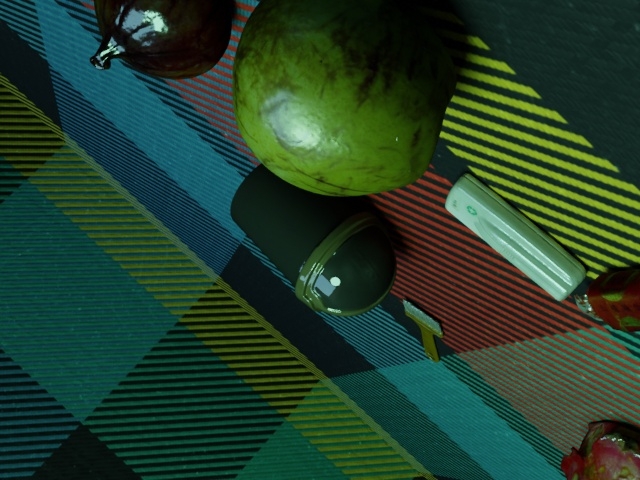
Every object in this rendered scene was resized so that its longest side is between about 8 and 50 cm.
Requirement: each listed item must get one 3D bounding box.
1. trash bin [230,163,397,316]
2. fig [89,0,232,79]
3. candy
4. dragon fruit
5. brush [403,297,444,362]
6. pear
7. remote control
[{"bbox_3d":[0.000,0.000,1.714,0.334,0.214,0.214,45,166,23],"label":"trash bin"},{"bbox_3d":[-0.253,-0.358,1.422,0.235,0.214,0.235,20,135,21],"label":"fig"},{"bbox_3d":[0.421,0.078,1.182,0.086,0.059,0.292,48,163,-8],"label":"candy"},{"bbox_3d":[0.582,0.528,1.656,0.371,0.249,0.386,45,162,10],"label":"dragon fruit"},{"bbox_3d":[0.241,0.216,2.037,0.103,0.013,0.272,34,162,28],"label":"brush"},{"bbox_3d":[0.029,-0.186,1.093,0.283,0.283,0.283,39,163,14],"label":"pear"},{"bbox_3d":[0.280,-0.002,1.326,0.230,0.049,0.090,41,161,12],"label":"remote control"}]
